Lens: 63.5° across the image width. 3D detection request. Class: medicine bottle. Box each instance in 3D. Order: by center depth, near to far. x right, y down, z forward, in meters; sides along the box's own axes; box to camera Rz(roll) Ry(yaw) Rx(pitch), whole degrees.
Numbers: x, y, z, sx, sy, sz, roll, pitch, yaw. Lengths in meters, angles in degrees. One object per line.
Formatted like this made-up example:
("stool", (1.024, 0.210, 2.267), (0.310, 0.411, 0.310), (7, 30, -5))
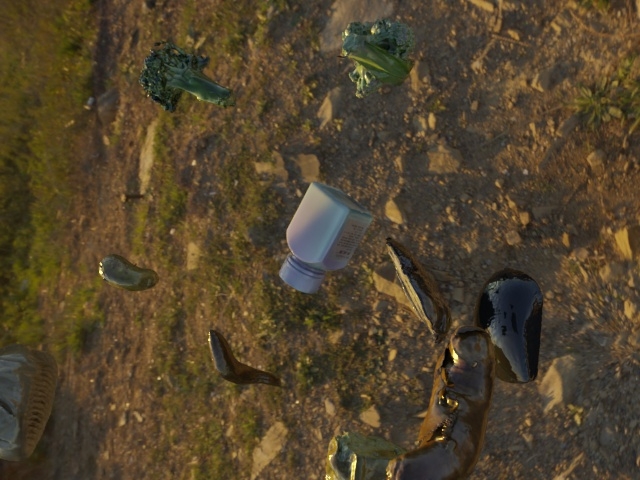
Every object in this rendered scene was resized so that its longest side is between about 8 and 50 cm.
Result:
("medicine bottle", (0.000, 0.000, 0.604), (0.074, 0.055, 0.118), (40, 108, 39))

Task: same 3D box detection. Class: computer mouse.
("computer mouse", (0.435, 0.204, 1.234), (0.170, 0.100, 0.269), (-157, 63, -68))

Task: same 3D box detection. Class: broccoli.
("broccoli", (-0.353, -0.443, 1.451), (0.274, 0.198, 0.177), (12, 126, 2))

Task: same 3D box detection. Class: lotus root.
("lotus root", (0.257, 0.111, 1.346), (0.078, 0.167, 0.329), (-22, 49, 0))

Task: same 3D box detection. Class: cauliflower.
("cauliflower", (0.151, -0.570, 1.561), (0.256, 0.315, 0.239), (-2, 93, 43))

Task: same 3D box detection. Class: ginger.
("ginger", (0.220, 0.291, 0.860), (0.107, 0.133, 0.309), (-2, 48, 42))

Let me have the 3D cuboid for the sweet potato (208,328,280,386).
("sweet potato", (-0.264, 0.405, 1.650), (0.108, 0.346, 0.079), (-34, 35, 16))

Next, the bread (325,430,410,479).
("bread", (0.118, 0.644, 1.334), (0.238, 0.196, 0.252), (14, 87, -7))

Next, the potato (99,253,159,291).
("potato", (-0.454, 0.083, 1.221), (0.138, 0.091, 0.070), (24, 72, -8))

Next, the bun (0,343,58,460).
("bun", (-0.456, 0.227, 0.744), (0.167, 0.113, 0.173), (-101, 23, -54))
